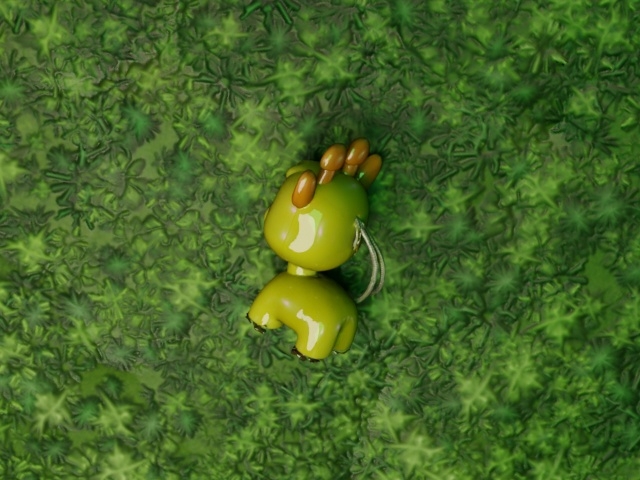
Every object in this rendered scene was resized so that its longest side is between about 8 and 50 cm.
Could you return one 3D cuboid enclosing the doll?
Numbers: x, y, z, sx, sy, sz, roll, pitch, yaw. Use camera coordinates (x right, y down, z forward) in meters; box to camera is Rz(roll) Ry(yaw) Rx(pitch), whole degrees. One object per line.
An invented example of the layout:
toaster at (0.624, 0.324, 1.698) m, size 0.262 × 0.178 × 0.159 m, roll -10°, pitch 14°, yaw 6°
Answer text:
doll at (0.000, 0.000, 1.677) m, size 0.135 × 0.143 × 0.221 m, roll 29°, pitch 112°, yaw 29°
